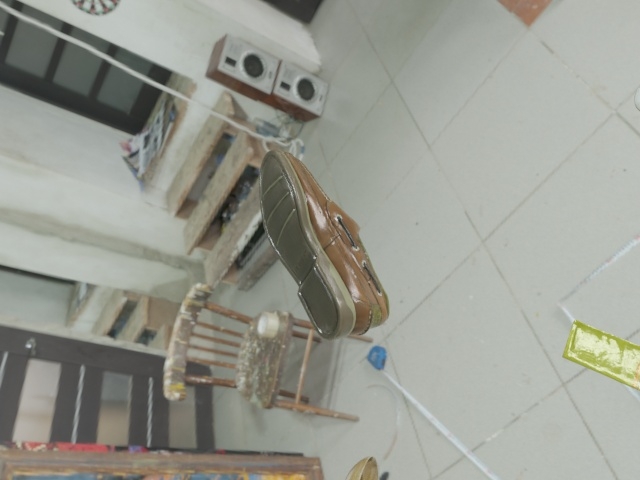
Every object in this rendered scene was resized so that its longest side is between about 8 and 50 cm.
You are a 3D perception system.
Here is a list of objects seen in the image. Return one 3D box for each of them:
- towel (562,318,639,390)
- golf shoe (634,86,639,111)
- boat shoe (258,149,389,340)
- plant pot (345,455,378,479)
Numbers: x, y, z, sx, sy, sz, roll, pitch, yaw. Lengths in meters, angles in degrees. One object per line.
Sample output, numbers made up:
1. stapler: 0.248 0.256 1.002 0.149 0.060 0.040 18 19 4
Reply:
1. towel: 0.656 0.260 1.232 0.102 0.237 0.021 -59 -17 -28
2. golf shoe: 0.470 -0.177 0.665 0.186 0.086 0.068 7 93 35
3. boat shoe: 0.000 0.000 0.839 0.111 0.104 0.308 -48 57 49
4. plant pot: 0.054 0.473 0.929 0.032 0.236 0.237 4 73 18
